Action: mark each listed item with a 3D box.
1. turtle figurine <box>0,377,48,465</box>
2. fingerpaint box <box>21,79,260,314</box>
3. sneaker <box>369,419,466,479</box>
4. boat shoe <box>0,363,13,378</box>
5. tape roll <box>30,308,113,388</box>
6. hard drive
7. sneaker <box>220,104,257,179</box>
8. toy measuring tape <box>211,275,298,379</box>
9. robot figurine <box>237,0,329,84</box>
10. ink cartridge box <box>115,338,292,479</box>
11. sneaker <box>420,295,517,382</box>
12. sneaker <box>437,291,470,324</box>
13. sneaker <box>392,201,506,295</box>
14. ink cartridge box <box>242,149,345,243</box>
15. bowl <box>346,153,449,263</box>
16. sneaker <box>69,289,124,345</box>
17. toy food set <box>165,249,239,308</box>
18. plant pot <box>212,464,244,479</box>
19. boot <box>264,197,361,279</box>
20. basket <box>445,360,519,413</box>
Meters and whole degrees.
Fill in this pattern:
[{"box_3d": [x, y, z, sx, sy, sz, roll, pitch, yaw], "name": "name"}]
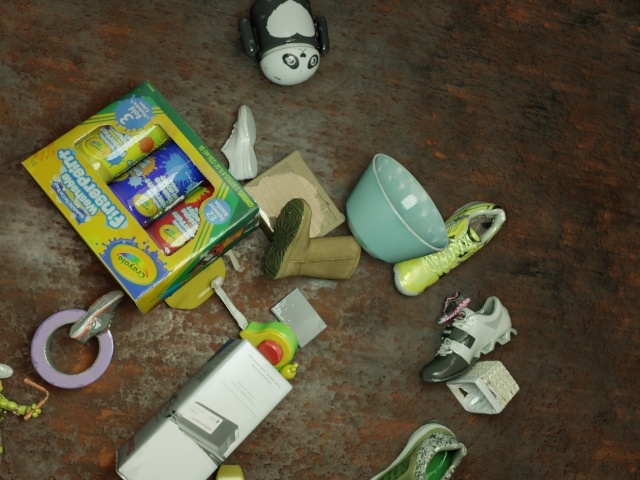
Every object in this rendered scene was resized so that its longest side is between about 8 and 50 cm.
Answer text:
[{"box_3d": [-0.792, 0.410, 1.658, 0.269, 0.087, 0.217, 13, 86, -21], "name": "turtle figurine"}, {"box_3d": [-0.429, -0.110, 1.740, 0.371, 0.163, 0.445, -38, 79, -16], "name": "fingerpaint box"}, {"box_3d": [0.234, 0.649, 1.843, 0.158, 0.182, 0.410, 41, 75, -6], "name": "sneaker"}, {"box_3d": [-0.789, 0.306, 1.699, 0.100, 0.035, 0.035, 20, 77, -11], "name": "boat shoe"}, {"box_3d": [-0.601, 0.263, 1.732, 0.188, 0.080, 0.189, 2, 81, -15], "name": "tape roll"}, {"box_3d": [-0.059, 0.208, 1.913, 0.094, 0.022, 0.135, -39, 93, -16], "name": "hard drive"}, {"box_3d": [-0.225, -0.265, 1.917, 0.094, 0.080, 0.212, -7, 73, 16], "name": "sneaker"}, {"box_3d": [-0.149, 0.217, 1.826, 0.121, 0.121, 0.330, -35, 100, -17], "name": "toy measuring tape"}, {"box_3d": [-0.097, -0.565, 1.934, 0.209, 0.173, 0.278, -12, 84, 16], "name": "robot figurine"}, {"box_3d": [-0.282, 0.428, 1.686, 0.395, 0.285, 0.166, -45, 95, -16], "name": "ink cartridge box"}, {"box_3d": [0.388, 0.267, 1.965, 0.330, 0.122, 0.146, -30, 103, -26], "name": "sneaker"}, {"box_3d": [0.370, 0.192, 2.024, 0.119, 0.047, 0.057, -38, 71, -17], "name": "sneaker"}, {"box_3d": [0.357, 0.008, 1.987, 0.384, 0.147, 0.145, -41, 95, -15], "name": "sneaker"}, {"box_3d": [-0.080, -0.092, 1.916, 0.193, 0.088, 0.235, -35, 92, -18], "name": "ink cartridge box"}, {"box_3d": [0.185, -0.062, 1.903, 0.163, 0.311, 0.311, -37, 93, 26], "name": "bowl"}, {"box_3d": [-0.526, 0.187, 1.703, 0.158, 0.061, 0.065, -45, 122, -15], "name": "sneaker"}, {"box_3d": [-0.322, 0.083, 1.845, 0.218, 0.071, 0.128, -40, 117, -15], "name": "toy food set"}, {"box_3d": [-0.232, 0.607, 1.783, 0.081, 0.081, 0.083, 4, 69, -14], "name": "plant pot"}, {"box_3d": [0.000, 0.000, 1.832, 0.269, 0.089, 0.236, 1, 125, -42], "name": "boot"}, {"box_3d": [0.445, 0.399, 1.948, 0.103, 0.167, 0.113, -38, 93, -23], "name": "basket"}]
